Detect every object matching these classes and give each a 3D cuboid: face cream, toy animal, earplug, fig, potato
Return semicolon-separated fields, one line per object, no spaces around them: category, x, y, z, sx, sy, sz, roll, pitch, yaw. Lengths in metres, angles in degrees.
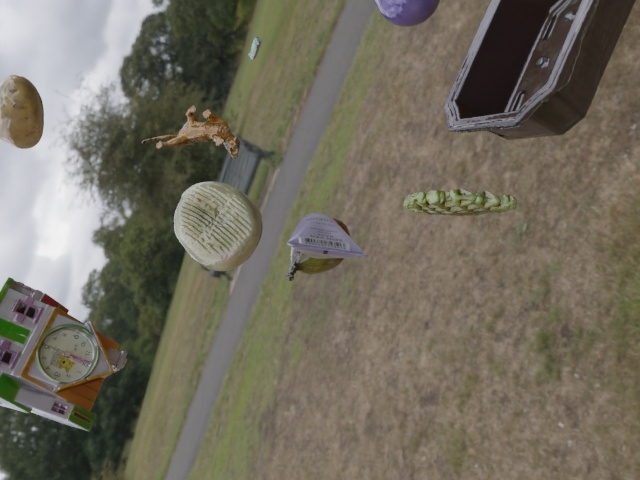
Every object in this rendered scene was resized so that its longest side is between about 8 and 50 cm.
face cream;0.000;0.000;1.335;0.274;0.154;0.096;-126;47;-79
toy animal;-0.347;-0.283;1.718;0.116;0.255;0.114;66;-156;-79
earplug;0.186;-0.758;1.735;0.215;0.215;0.455;121;139;-50
fig;-0.025;0.040;1.873;0.274;0.170;0.145;-46;-49;-44
potato;-0.737;-0.307;1.559;0.235;0.128;0.161;180;86;-66

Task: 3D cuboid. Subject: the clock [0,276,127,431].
clock;-0.577;0.251;1.374;0.166;0.309;0.235;-30;37;51

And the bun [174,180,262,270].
bun;-0.224;-0.030;1.401;0.178;0.193;0.128;-52;-7;-12

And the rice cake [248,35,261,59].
rice cake;-0.191;-0.562;1.885;0.021;0.022;0.121;-43;4;-16

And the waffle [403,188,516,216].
waffle;0.228;-0.060;1.069;0.183;0.169;0.036;174;100;-83

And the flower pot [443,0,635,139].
flower pot;0.249;-0.212;0.700;0.179;0.084;0.250;11;75;64
